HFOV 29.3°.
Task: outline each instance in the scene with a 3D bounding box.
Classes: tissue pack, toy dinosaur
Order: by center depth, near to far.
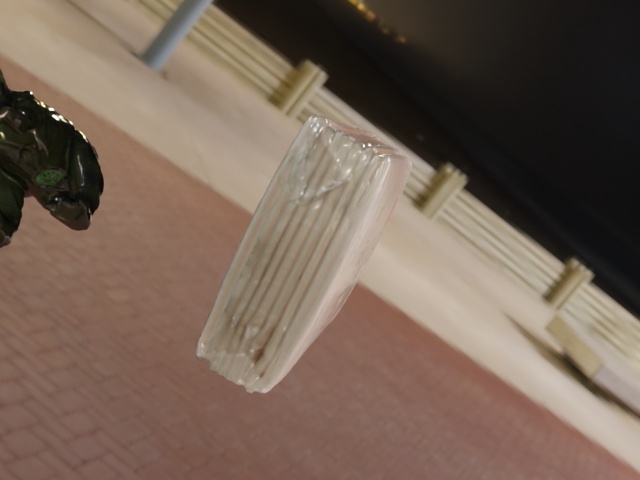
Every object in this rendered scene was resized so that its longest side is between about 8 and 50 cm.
[{"bbox_3d":[-0.178,-0.087,0.753,0.187,0.087,0.179,69,15,-44],"label":"toy dinosaur"},{"bbox_3d":[0.000,0.000,0.884,0.071,0.170,0.325,29,6,3],"label":"tissue pack"}]
